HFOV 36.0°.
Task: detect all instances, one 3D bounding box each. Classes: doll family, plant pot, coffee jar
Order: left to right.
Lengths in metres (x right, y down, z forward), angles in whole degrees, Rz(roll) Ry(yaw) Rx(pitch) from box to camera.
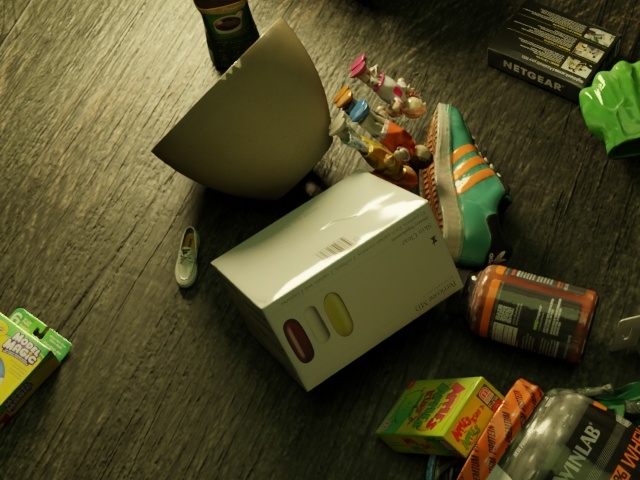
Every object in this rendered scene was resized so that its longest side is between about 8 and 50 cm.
[{"bbox_3d":[-0.159,-0.381,1.667,0.096,0.184,0.079,-13,58,-1],"label":"coffee jar"},{"bbox_3d":[-0.093,-0.172,1.508,0.191,0.284,0.284,45,68,-10],"label":"plant pot"},{"bbox_3d":[0.093,-0.161,1.506,0.118,0.163,0.263,-45,21,26],"label":"doll family"}]

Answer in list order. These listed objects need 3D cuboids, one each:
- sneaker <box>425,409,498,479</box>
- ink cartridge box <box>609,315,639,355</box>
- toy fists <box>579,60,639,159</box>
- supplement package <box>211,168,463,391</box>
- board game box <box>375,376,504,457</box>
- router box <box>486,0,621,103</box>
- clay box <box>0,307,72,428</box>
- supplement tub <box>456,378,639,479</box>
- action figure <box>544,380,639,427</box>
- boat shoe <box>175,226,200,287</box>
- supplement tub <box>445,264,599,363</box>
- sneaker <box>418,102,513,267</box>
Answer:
[{"bbox_3d":[0.192,0.273,1.283,0.078,0.067,0.188,23,62,23],"label":"sneaker"},{"bbox_3d":[0.488,0.132,1.311,0.180,0.104,0.060,-13,59,0],"label":"ink cartridge box"},{"bbox_3d":[0.542,-0.217,1.530,0.279,0.096,0.142,-12,69,-2],"label":"toy fists"},{"bbox_3d":[0.021,0.046,1.354,0.262,0.145,0.204,-33,27,-12],"label":"supplement package"},{"bbox_3d":[0.148,0.224,1.258,0.043,0.181,0.092,44,67,-11],"label":"board game box"},{"bbox_3d":[0.387,-0.317,1.638,0.179,0.046,0.133,29,67,23],"label":"router box"},{"bbox_3d":[-0.481,0.197,1.427,0.127,0.053,0.222,30,67,22],"label":"clay box"},{"bbox_3d":[0.338,0.316,1.140,0.338,0.207,0.207,30,66,16],"label":"supplement tub"},{"bbox_3d":[0.373,0.234,1.291,0.232,0.063,0.137,1,61,12],"label":"action figure"},{"bbox_3d":[-0.204,0.024,1.509,0.035,0.035,0.100,2,58,9],"label":"boat shoe"},{"bbox_3d":[0.276,0.095,1.361,0.198,0.106,0.106,16,62,17],"label":"supplement tub"},{"bbox_3d":[0.221,-0.080,1.489,0.121,0.108,0.302,8,53,-9],"label":"sneaker"}]
